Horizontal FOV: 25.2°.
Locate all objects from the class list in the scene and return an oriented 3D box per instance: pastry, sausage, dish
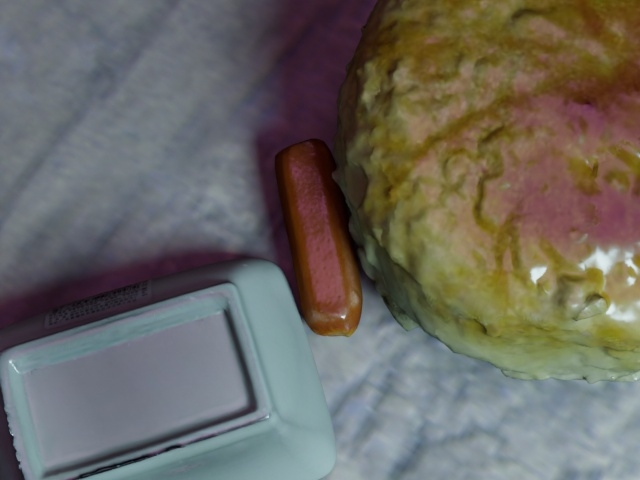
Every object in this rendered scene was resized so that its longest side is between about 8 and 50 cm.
[{"bbox_3d":[0.157,-0.061,0.873,0.330,0.136,0.329,0,74,2],"label":"pastry"},{"bbox_3d":[0.000,0.000,0.910,0.041,0.039,0.131,-10,72,-3],"label":"sausage"},{"bbox_3d":[-0.108,0.094,0.866,0.212,0.077,0.151,-16,73,-2],"label":"dish"}]
